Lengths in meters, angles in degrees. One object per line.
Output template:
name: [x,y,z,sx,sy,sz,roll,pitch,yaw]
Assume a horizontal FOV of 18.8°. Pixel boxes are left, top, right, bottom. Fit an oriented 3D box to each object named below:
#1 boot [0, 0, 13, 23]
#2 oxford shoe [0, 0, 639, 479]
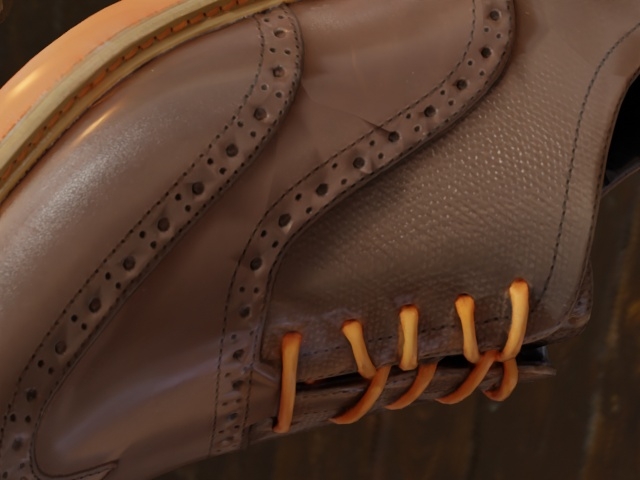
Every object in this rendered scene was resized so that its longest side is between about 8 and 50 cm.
boot: [-0.327,-0.172,1.150,0.305,0.112,0.115,9,147,16]
oxford shoe: [0.000,0.000,0.523,0.133,0.364,0.130,40,153,16]
